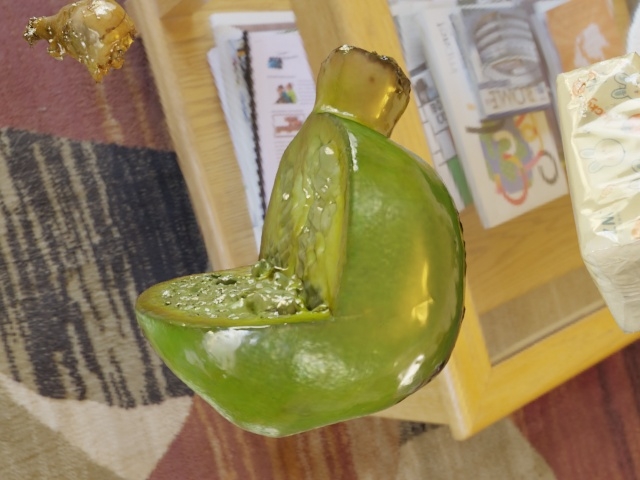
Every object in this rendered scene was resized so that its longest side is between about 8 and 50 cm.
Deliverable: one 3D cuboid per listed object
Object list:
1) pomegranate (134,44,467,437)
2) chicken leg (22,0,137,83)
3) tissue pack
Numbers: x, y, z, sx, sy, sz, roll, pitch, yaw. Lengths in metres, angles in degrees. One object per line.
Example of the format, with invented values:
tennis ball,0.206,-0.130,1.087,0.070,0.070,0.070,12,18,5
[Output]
pomegranate,0.009,0.010,0.374,0.122,0.143,0.169,39,70,-9
chicken leg,-0.334,-0.280,1.177,0.085,0.207,0.101,-54,136,-32
tissue pack,0.268,-0.039,0.733,0.148,0.092,0.196,48,34,-45
